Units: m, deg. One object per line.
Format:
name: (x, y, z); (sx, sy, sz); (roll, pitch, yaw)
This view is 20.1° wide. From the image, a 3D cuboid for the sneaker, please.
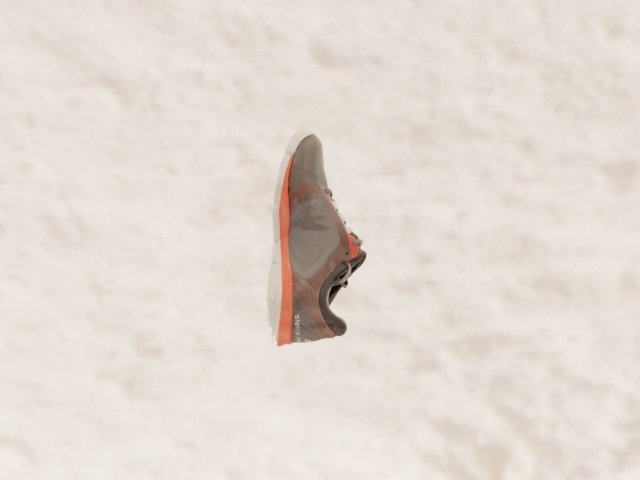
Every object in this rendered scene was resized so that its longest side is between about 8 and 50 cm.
sneaker: (0.000, 0.000, 1.219); (0.064, 0.158, 0.061); (2, 157, 4)
